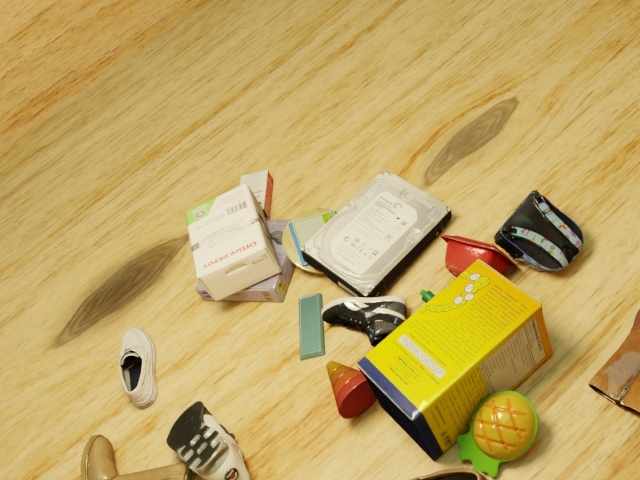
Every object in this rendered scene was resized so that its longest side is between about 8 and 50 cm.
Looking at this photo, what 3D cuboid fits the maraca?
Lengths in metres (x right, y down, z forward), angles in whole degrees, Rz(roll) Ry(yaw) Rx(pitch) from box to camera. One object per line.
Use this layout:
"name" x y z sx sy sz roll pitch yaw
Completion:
"maraca" 0.355 0.388 1.529 0.186 0.099 0.127 -51 57 8

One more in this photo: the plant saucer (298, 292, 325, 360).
"plant saucer" -0.025 0.213 1.922 0.067 0.018 0.192 -15 45 13

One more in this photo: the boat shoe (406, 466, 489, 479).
"boat shoe" 0.178 0.515 1.479 0.323 0.120 0.123 -23 45 5

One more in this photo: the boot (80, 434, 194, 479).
"boot" -0.423 0.550 1.772 0.269 0.089 0.236 -13 54 13

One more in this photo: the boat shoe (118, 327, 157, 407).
"boat shoe" -0.487 0.317 2.004 0.095 0.084 0.258 -30 45 -1

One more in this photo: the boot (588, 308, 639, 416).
"boot" 0.710 0.234 1.492 0.264 0.096 0.280 25 66 39

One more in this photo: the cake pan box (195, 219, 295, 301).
"cake pan box" -0.196 0.055 2.111 0.266 0.070 0.246 -2 48 24

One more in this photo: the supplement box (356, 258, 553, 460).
"supplement box" 0.289 0.249 1.612 0.356 0.194 0.195 -39 46 -11

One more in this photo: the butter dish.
"butter dish" 0.361 0.066 1.795 0.159 0.160 0.118 17 83 36

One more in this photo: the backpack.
"backpack" 0.517 -0.006 1.785 0.173 0.117 0.158 40 73 11

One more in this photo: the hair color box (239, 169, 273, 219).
"hair color box" -0.197 -0.130 2.286 0.093 0.053 0.167 -11 46 15

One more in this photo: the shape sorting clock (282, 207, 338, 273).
"shape sorting clock" 0.000 0.000 2.051 0.206 0.040 0.206 -2 58 3

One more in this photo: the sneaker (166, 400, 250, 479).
"sneaker" -0.251 0.480 1.733 0.122 0.146 0.330 -46 22 -8

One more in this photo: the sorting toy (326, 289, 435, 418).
"sorting toy" 0.148 0.237 1.729 0.365 0.127 0.126 -40 52 -10

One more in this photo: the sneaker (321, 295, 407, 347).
"sneaker" 0.100 0.201 1.827 0.216 0.079 0.121 -9 48 18

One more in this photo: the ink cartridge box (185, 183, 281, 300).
"ink cartridge box" -0.240 0.002 2.050 0.198 0.115 0.273 -25 44 5

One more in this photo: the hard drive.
"hard drive" 0.146 -0.016 1.971 0.237 0.064 0.339 36 67 30
